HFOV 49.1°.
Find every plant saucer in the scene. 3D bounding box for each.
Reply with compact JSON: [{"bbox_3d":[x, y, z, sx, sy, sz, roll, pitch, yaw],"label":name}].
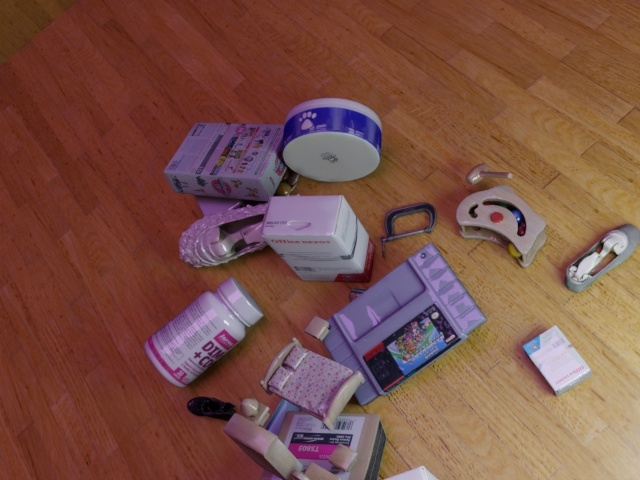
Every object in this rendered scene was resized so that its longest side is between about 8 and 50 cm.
[{"bbox_3d":[-0.081,0.427,1.703,0.067,0.018,0.192,24,76,31],"label":"plant saucer"}]

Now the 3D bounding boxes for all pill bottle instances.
[{"bbox_3d":[-0.297,0.233,1.813,0.283,0.160,0.160,-40,56,-1],"label":"pill bottle"}]

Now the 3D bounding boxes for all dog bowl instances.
[{"bbox_3d":[0.031,-0.263,1.874,0.265,0.265,0.104,-5,65,21],"label":"dog bowl"}]

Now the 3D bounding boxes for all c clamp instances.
[{"bbox_3d":[0.227,-0.032,1.817,0.161,0.022,0.137,-18,53,15],"label":"c clamp"}]

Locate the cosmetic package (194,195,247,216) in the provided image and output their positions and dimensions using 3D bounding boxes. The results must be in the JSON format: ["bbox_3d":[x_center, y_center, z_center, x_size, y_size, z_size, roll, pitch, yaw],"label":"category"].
[{"bbox_3d":[-0.305,-0.140,2.063,0.117,0.085,0.231,-32,57,3],"label":"cosmetic package"}]

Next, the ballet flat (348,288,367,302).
[{"bbox_3d":[0.167,0.160,1.721,0.206,0.073,0.067,4,92,28],"label":"ballet flat"}]

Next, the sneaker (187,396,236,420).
[{"bbox_3d":[-0.276,0.414,1.750,0.170,0.089,0.051,6,67,26],"label":"sneaker"}]

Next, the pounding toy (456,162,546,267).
[{"bbox_3d":[0.410,-0.066,1.671,0.154,0.155,0.269,-36,56,-3],"label":"pounding toy"}]

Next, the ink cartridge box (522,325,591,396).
[{"bbox_3d":[0.512,0.261,1.516,0.089,0.052,0.122,-33,55,4],"label":"ink cartridge box"}]

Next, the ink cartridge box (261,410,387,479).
[{"bbox_3d":[0.011,0.479,1.550,0.235,0.088,0.193,-4,34,21],"label":"ink cartridge box"}]

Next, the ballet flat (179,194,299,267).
[{"bbox_3d":[-0.218,-0.021,1.910,0.409,0.147,0.146,-21,58,11],"label":"ballet flat"}]

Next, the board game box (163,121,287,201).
[{"bbox_3d":[-0.250,-0.226,1.966,0.304,0.097,0.224,6,51,23],"label":"board game box"}]

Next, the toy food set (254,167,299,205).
[{"bbox_3d":[-0.122,-0.175,2.028,0.192,0.038,0.132,-40,56,-1],"label":"toy food set"}]

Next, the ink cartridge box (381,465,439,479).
[{"bbox_3d":[0.162,0.555,1.377,0.199,0.273,0.114,-24,55,10],"label":"ink cartridge box"}]

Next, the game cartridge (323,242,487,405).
[{"bbox_3d":[0.182,0.198,1.630,0.355,0.068,0.230,-39,61,14],"label":"game cartridge"}]

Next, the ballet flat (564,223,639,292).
[{"bbox_3d":[0.637,0.033,1.575,0.213,0.068,0.072,-42,56,-2],"label":"ballet flat"}]

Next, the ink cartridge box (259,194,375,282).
[{"bbox_3d":[0.000,0.000,1.741,0.197,0.273,0.114,0,64,23],"label":"ink cartridge box"}]

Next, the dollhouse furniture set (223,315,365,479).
[{"bbox_3d":[-0.016,0.320,1.487,0.303,0.173,0.355,20,63,35],"label":"dollhouse furniture set"}]
